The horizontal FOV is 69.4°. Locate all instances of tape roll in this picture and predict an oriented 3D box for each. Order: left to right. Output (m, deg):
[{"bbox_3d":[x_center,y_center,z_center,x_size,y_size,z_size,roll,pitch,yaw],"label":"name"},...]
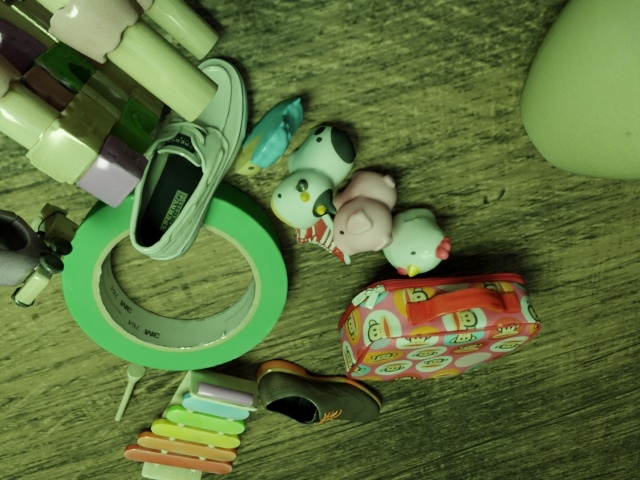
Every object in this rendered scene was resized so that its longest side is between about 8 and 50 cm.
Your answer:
[{"bbox_3d":[-0.213,0.057,0.711,0.321,0.077,0.321,-5,120,-8],"label":"tape roll"}]

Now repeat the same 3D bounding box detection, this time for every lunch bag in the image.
[{"bbox_3d":[0.186,0.138,0.745,0.293,0.120,0.258,-2,150,-12],"label":"lunch bag"}]

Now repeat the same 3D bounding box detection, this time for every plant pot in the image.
[{"bbox_3d":[0.379,-0.189,0.592,0.284,0.284,0.191,26,146,-22],"label":"plant pot"}]

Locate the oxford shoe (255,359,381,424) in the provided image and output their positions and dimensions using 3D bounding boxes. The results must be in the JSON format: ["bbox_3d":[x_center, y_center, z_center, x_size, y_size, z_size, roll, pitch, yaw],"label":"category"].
[{"bbox_3d":[0.003,0.317,0.881,0.271,0.098,0.097,20,114,-20],"label":"oxford shoe"}]

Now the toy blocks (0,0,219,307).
[{"bbox_3d":[-0.292,-0.166,0.453,0.309,0.288,0.260,-42,123,17],"label":"toy blocks"}]

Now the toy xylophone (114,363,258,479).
[{"bbox_3d":[-0.250,0.329,0.833,0.236,0.081,0.322,14,127,-15],"label":"toy xylophone"}]

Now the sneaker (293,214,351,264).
[{"bbox_3d":[0.000,0.000,0.735,0.067,0.042,0.118,-29,112,2],"label":"sneaker"}]

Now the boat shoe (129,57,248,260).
[{"bbox_3d":[-0.164,-0.106,0.563,0.096,0.088,0.267,23,86,0],"label":"boat shoe"}]

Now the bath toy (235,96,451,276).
[{"bbox_3d":[0.054,-0.048,0.653,0.348,0.129,0.151,33,90,-26],"label":"bath toy"}]
